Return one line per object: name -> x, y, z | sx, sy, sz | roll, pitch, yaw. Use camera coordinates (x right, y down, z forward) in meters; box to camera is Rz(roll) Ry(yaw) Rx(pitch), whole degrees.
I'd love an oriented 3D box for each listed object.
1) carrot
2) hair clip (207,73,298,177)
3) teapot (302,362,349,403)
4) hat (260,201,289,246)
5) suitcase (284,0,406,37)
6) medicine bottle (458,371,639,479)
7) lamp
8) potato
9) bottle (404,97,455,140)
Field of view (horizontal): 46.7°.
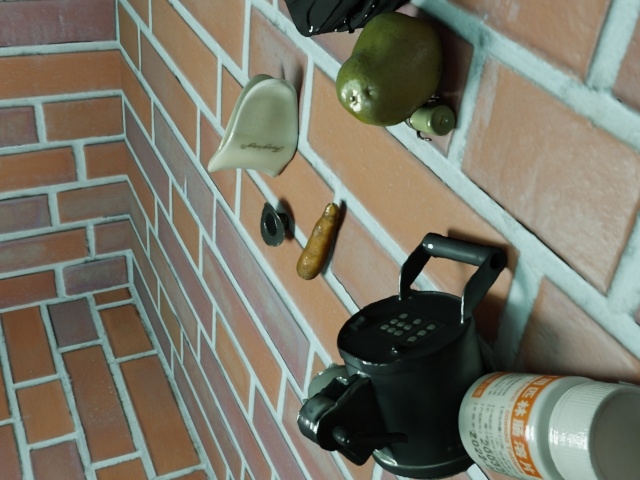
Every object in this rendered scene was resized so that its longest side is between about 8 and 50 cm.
carrot -> 0.000, 0.000, 1.570 | 0.059, 0.059, 0.247 | 63, 148, 32
hair clip -> -0.132, -0.244, 1.643 | 0.113, 0.173, 0.282 | -119, 40, -51
teapot -> 0.049, 0.311, 1.512 | 0.239, 0.163, 0.148 | -43, 46, 34
hat -> -0.107, -0.042, 1.787 | 0.121, 0.050, 0.121 | 29, 125, 54
suitcase -> 0.041, -0.507, 1.127 | 0.345, 0.188, 0.339 | -32, 77, 63
medicine bottle -> 0.295, 0.237, 0.923 | 0.252, 0.145, 0.144 | -12, 90, 65
lamp -> 0.158, 0.213, 1.119 | 0.205, 0.374, 0.272 | 18, 148, 56
potato -> 0.096, -0.247, 1.089 | 0.157, 0.194, 0.157 | 22, 134, 25
bottle -> 0.164, -0.189, 1.142 | 0.063, 0.047, 0.101 | -55, 25, -3
